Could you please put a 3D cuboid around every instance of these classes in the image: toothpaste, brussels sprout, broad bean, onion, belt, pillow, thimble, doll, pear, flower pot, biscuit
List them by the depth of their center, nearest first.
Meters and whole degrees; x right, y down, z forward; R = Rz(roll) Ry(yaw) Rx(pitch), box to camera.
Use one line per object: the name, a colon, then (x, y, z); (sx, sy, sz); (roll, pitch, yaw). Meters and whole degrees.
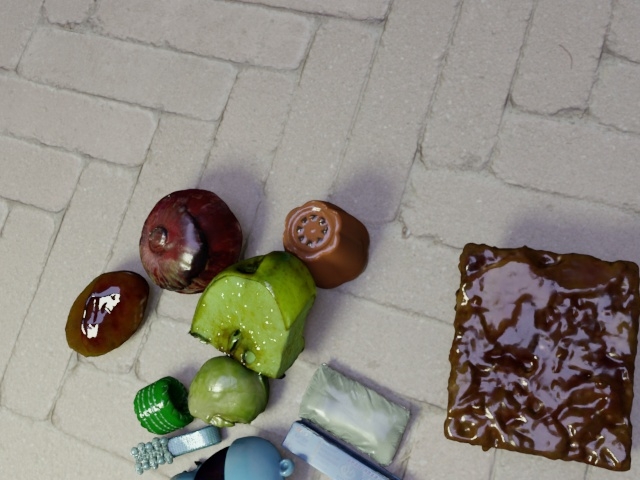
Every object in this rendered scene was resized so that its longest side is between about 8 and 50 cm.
biscuit: (0.421, 0.218, 1.281); (0.343, 0.166, 0.395); (7, 77, 18)
toothpaste: (0.051, 0.465, 1.377); (0.272, 0.053, 0.066); (27, 89, 18)
doll: (-0.191, 0.508, 1.384); (0.314, 0.141, 0.177); (-24, 41, 20)
pear: (-0.133, 0.122, 1.391); (0.238, 0.164, 0.255); (24, 120, 19)
pillow: (0.069, 0.363, 1.397); (0.229, 0.051, 0.128); (27, 87, 17)
brussels sprout: (-0.199, 0.317, 1.441); (0.183, 0.131, 0.145); (1, 98, 14)
flower pot: (0.000, 0.000, 1.443); (0.191, 0.173, 0.190); (-4, 76, 16)
belt: (-0.308, 0.445, 1.450); (0.179, 0.100, 0.065); (-21, 76, 6)
thimble: (-0.340, 0.364, 1.463); (0.090, 0.130, 0.118); (-29, 33, 7)
onion: (-0.301, 0.003, 1.510); (0.246, 0.190, 0.246); (-3, 85, 30)
broad bean: (-0.495, 0.168, 1.556); (0.156, 0.122, 0.228); (36, 94, -6)
